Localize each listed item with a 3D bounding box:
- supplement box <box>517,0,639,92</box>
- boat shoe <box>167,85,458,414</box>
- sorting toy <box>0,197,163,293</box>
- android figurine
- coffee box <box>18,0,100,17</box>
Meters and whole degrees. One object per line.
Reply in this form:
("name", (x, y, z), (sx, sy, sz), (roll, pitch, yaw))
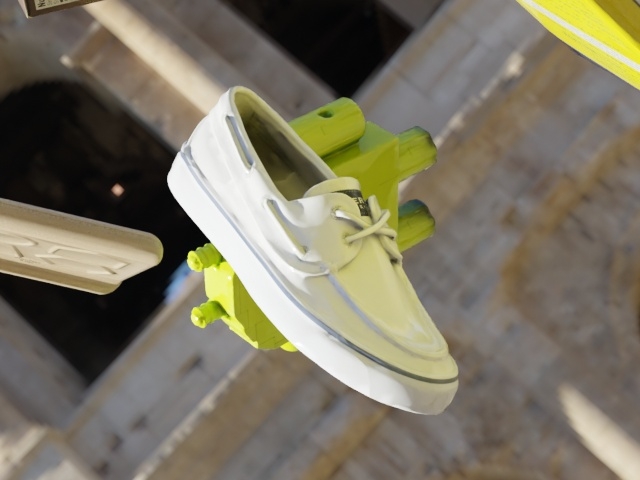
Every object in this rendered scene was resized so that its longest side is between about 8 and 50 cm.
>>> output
("supplement box", (0.153, -0.220, 0.947), (0.194, 0.195, 0.356), (-53, -45, 4))
("boat shoe", (0.000, 0.000, 1.124), (0.095, 0.258, 0.084), (-4, -50, -52))
("sorting toy", (-0.255, -0.002, 1.673), (0.208, 0.193, 0.038), (149, 133, -69))
("android figurine", (-0.007, -0.004, 1.679), (0.273, 0.056, 0.248), (-28, -46, -29))
("coffee box", (-0.120, -0.260, 1.355), (0.247, 0.141, 0.098), (-15, -57, -13))
